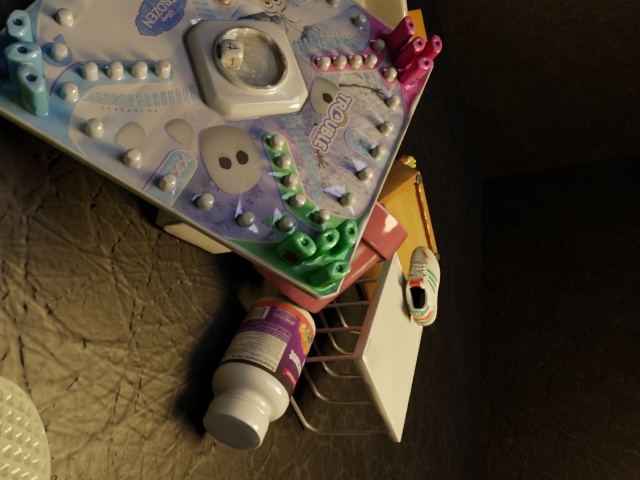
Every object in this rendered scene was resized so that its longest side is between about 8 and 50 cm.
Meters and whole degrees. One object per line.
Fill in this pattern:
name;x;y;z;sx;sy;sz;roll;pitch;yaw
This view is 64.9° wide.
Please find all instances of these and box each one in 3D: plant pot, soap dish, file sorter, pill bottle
plant pot;0.000;0.000;0.760;0.180;0.201;0.201;-53;147;1
soap dish;0.168;-0.016;1.188;0.229;0.118;0.291;-36;119;-38
file sorter;0.062;0.185;0.918;0.193;0.172;0.278;67;29;-26
pill bottle;-0.083;0.179;0.694;0.108;0.108;0.194;66;31;-31

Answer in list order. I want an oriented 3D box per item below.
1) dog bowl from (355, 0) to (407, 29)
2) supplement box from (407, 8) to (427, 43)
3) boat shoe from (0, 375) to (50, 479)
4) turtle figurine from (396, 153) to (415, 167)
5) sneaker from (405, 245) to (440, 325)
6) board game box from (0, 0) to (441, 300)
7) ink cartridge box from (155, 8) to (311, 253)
dog bowl;0.050;-0.382;0.976;0.348;0.102;0.349;-35;138;-39
supplement box;0.156;-0.484;1.270;0.191;0.194;0.129;-49;127;-57
boat shoe;-0.314;0.188;0.178;0.500;0.155;0.187;-40;115;-74
turtle figurine;0.189;-0.120;1.357;0.217;0.087;0.270;-48;123;-37
sneaker;0.193;0.076;0.958;0.075;0.057;0.162;49;42;-56
board game box;-0.073;-0.195;0.540;0.389;0.050;0.390;31;60;-11
ink cartridge box;-0.084;-0.135;0.670;0.117;0.201;0.279;38;50;-54
